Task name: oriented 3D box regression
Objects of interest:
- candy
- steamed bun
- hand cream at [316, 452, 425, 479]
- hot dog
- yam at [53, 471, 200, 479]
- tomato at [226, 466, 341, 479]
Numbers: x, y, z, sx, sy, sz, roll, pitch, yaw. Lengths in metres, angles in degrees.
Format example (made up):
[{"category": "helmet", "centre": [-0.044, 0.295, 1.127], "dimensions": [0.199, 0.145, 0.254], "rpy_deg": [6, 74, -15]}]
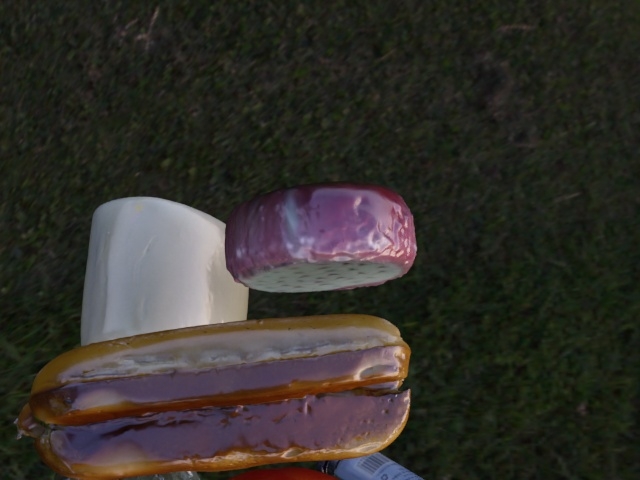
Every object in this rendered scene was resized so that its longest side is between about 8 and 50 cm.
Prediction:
[{"category": "candy", "centre": [0.000, 0.000, 0.611], "dimensions": [0.103, 0.103, 0.043], "rpy_deg": [-1, 77, -24]}, {"category": "steamed bun", "centre": [-0.161, 0.075, 1.264], "dimensions": [0.154, 0.250, 0.200], "rpy_deg": [-3, 67, 13]}, {"category": "hand cream", "centre": [0.109, 0.268, 1.116], "dimensions": [0.091, 0.271, 0.058], "rpy_deg": [-8, 116, -51]}, {"category": "hot dog", "centre": [-0.091, 0.127, 0.977], "dimensions": [0.337, 0.100, 0.135], "rpy_deg": [-6, 122, -6]}, {"category": "yam", "centre": [-0.265, 0.418, 1.577], "dimensions": [0.240, 0.348, 0.241], "rpy_deg": [-2, 104, -8]}, {"category": "tomato", "centre": [-0.012, 0.248, 0.828], "dimensions": [0.195, 0.195, 0.136], "rpy_deg": [26, 98, -18]}]
